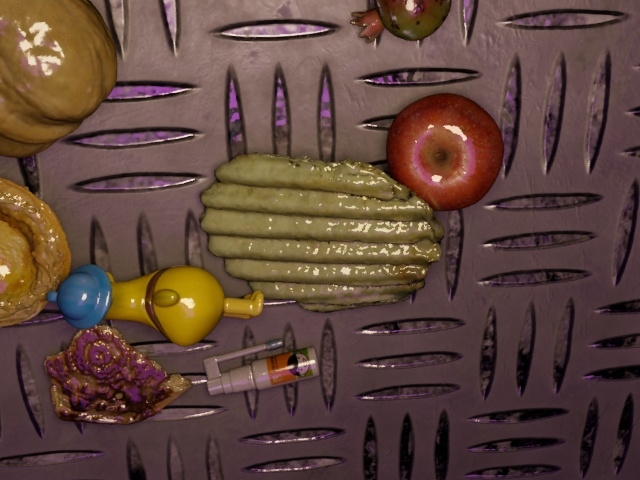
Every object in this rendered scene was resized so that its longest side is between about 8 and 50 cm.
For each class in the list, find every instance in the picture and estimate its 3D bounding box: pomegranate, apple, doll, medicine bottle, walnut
[{"bbox_3d":[0.126,-0.378,1.215,0.159,0.129,0.129,8,125,38],"label":"pomegranate"},{"bbox_3d":[0.208,-0.149,1.304,0.201,0.162,0.201,4,108,12],"label":"apple"},{"bbox_3d":[-0.289,0.112,1.354,0.363,0.199,0.145,6,74,-20],"label":"doll"},{"bbox_3d":[-0.115,0.247,1.516,0.220,0.061,0.092,-14,92,-1],"label":"medicine bottle"},{"bbox_3d":[-0.445,-0.267,1.109,0.282,0.253,0.277,-34,114,8],"label":"walnut"}]

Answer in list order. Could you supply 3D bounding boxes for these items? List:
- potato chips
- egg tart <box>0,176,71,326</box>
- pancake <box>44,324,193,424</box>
[{"bbox_3d":[0.000,0.000,1.360,0.429,0.070,0.358,3,133,8],"label":"potato chips"},{"bbox_3d":[-0.558,0.015,1.308,0.288,0.118,0.288,-4,116,-8],"label":"egg tart"},{"bbox_3d":[-0.408,0.281,1.493,0.257,0.056,0.212,39,98,-14],"label":"pancake"}]
